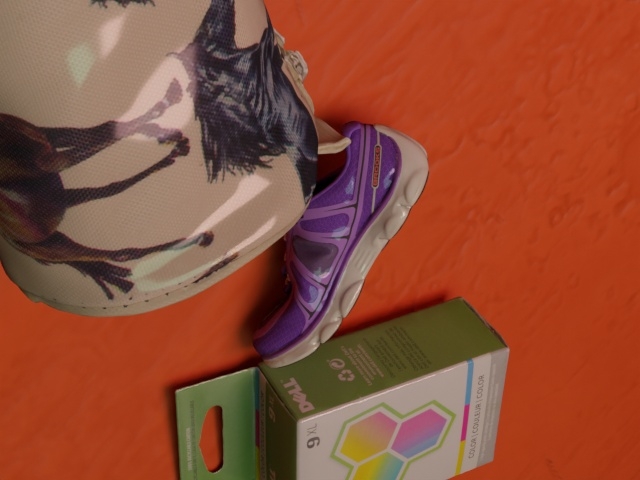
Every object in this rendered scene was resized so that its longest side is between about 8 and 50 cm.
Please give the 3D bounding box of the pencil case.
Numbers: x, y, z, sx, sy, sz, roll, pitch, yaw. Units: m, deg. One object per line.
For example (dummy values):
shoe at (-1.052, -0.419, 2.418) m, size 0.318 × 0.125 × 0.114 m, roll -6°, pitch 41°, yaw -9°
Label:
pencil case at (-0.109, -0.174, 0.594) m, size 0.183 × 0.160 × 0.410 m, roll -36°, pitch 131°, yaw -30°

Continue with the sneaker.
sneaker at (0.000, 0.000, 0.835) m, size 0.071 × 0.068 × 0.170 m, roll 28°, pitch 110°, yaw -5°

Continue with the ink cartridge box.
ink cartridge box at (0.015, 0.122, 0.896) m, size 0.209 × 0.062 × 0.109 m, roll -16°, pitch 131°, yaw -22°
